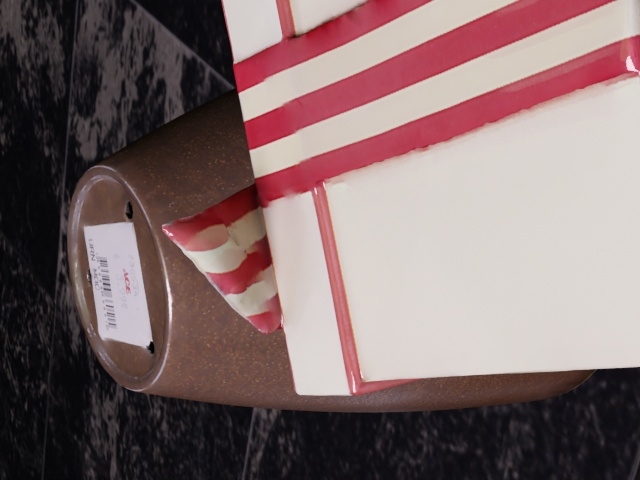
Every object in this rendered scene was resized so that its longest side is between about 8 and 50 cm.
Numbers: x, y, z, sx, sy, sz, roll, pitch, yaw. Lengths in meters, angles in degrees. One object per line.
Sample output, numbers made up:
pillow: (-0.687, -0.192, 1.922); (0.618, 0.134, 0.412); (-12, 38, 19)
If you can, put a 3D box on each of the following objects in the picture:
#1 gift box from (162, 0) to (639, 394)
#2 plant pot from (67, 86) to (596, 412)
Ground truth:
gift box: (0.090, -0.081, 0.563); (0.258, 0.276, 0.255); (-12, 84, 60)
plant pot: (0.000, 0.000, 0.760); (0.215, 0.230, 0.215); (26, 121, 53)
